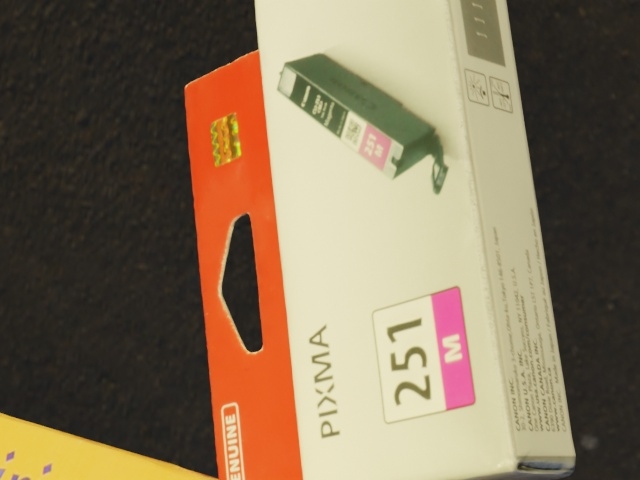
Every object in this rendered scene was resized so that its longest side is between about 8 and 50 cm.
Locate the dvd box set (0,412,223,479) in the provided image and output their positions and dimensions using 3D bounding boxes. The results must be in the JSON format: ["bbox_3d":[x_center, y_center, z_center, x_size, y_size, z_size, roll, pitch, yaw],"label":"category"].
[{"bbox_3d":[-0.096,0.147,0.563,0.420,0.062,0.307,7,150,44],"label":"dvd box set"}]

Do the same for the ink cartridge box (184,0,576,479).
[{"bbox_3d":[0.000,0.000,0.716,0.238,0.275,0.060,-19,161,39],"label":"ink cartridge box"}]
